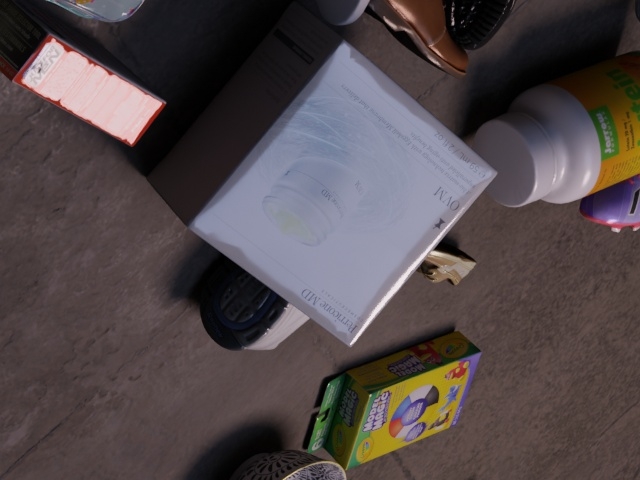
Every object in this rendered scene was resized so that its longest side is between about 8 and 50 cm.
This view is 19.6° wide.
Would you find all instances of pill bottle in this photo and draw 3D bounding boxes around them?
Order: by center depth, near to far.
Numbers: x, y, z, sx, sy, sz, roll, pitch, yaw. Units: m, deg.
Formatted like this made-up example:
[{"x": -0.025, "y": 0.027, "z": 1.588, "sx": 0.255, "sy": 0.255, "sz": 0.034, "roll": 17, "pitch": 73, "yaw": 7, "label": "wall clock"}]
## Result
[{"x": 0.294, "y": -0.121, "z": 2.098, "sx": 0.246, "sy": 0.136, "sz": 0.136, "roll": -22, "pitch": 139, "yaw": -34, "label": "pill bottle"}]

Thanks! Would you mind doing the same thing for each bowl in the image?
[{"x": -0.059, "y": 0.303, "z": 2.189, "sx": 0.170, "sy": 0.080, "sz": 0.170, "roll": -30, "pitch": 144, "yaw": -25, "label": "bowl"}]

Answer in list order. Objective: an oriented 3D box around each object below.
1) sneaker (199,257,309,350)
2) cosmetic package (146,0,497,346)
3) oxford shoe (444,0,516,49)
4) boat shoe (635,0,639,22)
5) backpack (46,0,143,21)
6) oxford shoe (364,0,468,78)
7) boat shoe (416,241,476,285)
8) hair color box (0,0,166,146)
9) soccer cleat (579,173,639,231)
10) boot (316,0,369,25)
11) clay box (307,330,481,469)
[{"x": 0.000, "y": 0.000, "z": 1.943, "sx": 0.297, "sy": 0.111, "sz": 0.129, "roll": -43, "pitch": 160, "yaw": 3, "label": "sneaker"}, {"x": 0.001, "y": -0.061, "z": 1.753, "sx": 0.224, "sy": 0.138, "sz": 0.224, "roll": 37, "pitch": 96, "yaw": -31, "label": "cosmetic package"}, {"x": 0.184, "y": -0.287, "z": 1.854, "sx": 0.096, "sy": 0.083, "sz": 0.227, "roll": -39, "pitch": 159, "yaw": -45, "label": "oxford shoe"}, {"x": 0.442, "y": -0.364, "z": 2.038, "sx": 0.306, "sy": 0.113, "sz": 0.105, "roll": -54, "pitch": 162, "yaw": 26, "label": "boat shoe"}, {"x": -0.179, "y": -0.269, "z": 1.399, "sx": 0.166, "sy": 0.144, "sz": 0.188, "roll": 20, "pitch": 106, "yaw": -49, "label": "backpack"}, {"x": 0.102, "y": -0.224, "z": 1.829, "sx": 0.076, "sy": 0.076, "sz": 0.212, "roll": -53, "pitch": 145, "yaw": 0, "label": "oxford shoe"}, {"x": 0.136, "y": 0.027, "z": 2.151, "sx": 0.135, "sy": 0.050, "sz": 0.045, "roll": 20, "pitch": 104, "yaw": -55, "label": "boat shoe"}, {"x": -0.213, "y": -0.145, "z": 1.532, "sx": 0.053, "sy": 0.093, "sz": 0.167, "roll": -51, "pitch": 146, "yaw": 5, "label": "hair color box"}, {"x": 0.414, "y": -0.080, "z": 2.340, "sx": 0.248, "sy": 0.083, "sz": 0.095, "roll": -17, "pitch": 126, "yaw": -41, "label": "soccer cleat"}, {"x": 0.057, "y": -0.289, "z": 1.705, "sx": 0.086, "sy": 0.069, "sz": 0.190, "roll": -14, "pitch": 128, "yaw": -46, "label": "boot"}, {"x": 0.090, "y": 0.199, "z": 2.277, "sx": 0.222, "sy": 0.053, "sz": 0.127, "roll": -18, "pitch": 137, "yaw": -38, "label": "clay box"}]
